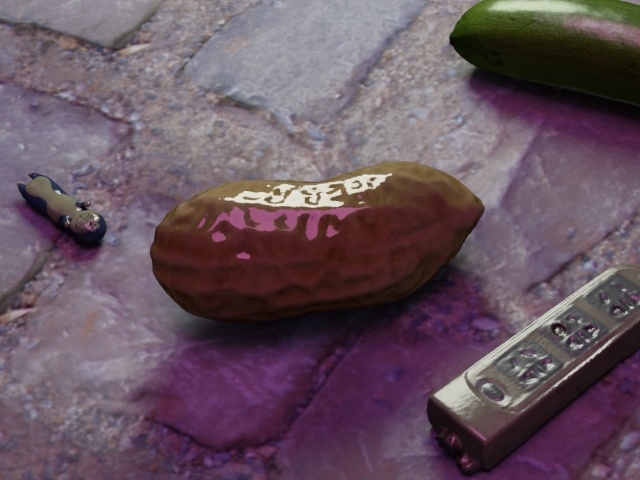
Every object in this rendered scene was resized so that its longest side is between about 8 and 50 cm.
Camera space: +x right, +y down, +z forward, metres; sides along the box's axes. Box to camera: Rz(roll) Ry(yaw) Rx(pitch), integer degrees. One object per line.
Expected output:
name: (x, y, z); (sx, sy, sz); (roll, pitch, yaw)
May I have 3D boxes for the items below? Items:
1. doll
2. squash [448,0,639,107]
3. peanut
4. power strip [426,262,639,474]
doll: (-0.264, -0.034, 2.025); (0.125, 0.027, 0.037); (34, 67, 31)
squash: (0.324, -0.190, 2.057); (0.395, 0.107, 0.107); (17, 52, 21)
peanut: (0.000, 0.000, 1.898); (0.325, 0.140, 0.153); (-10, 5, -13)
power strip: (0.219, 0.110, 1.835); (0.286, 0.048, 0.080); (-33, 54, -24)
